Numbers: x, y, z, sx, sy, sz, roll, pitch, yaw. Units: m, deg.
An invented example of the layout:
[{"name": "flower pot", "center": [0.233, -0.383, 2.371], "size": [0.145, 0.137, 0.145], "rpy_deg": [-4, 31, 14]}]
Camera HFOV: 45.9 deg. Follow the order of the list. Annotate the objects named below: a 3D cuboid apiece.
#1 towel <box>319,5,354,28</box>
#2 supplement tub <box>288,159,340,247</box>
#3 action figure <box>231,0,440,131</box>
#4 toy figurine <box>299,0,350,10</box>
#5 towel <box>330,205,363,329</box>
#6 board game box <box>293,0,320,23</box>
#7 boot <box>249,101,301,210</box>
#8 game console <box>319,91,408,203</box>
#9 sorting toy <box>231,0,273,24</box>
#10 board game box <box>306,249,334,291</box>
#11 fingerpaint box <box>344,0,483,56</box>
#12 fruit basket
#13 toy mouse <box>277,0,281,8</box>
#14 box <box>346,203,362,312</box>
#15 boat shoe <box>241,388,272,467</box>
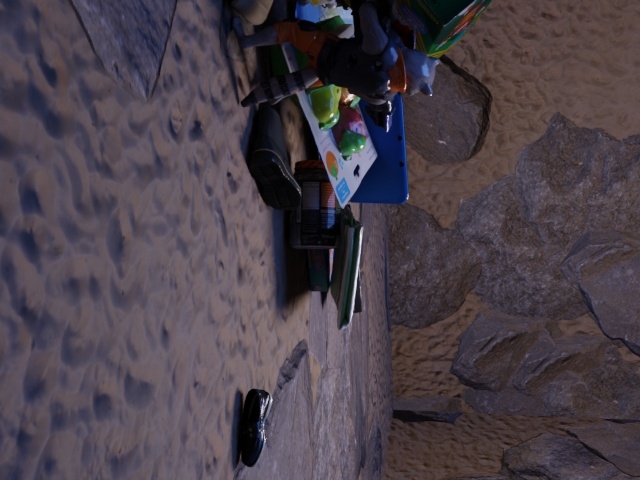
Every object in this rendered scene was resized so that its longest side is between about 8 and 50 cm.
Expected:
[{"name": "towel", "center": [0.103, -0.689, 1.912], "size": [0.374, 0.090, 0.320], "rpy_deg": [-13, 104, -40]}, {"name": "supplement tub", "center": [-0.012, -0.077, 1.667], "size": [0.117, 0.117, 0.190], "rpy_deg": [19, 71, -79]}, {"name": "action figure", "center": [0.043, -0.276, 1.324], "size": [0.341, 0.330, 0.178], "rpy_deg": [70, 28, -50]}, {"name": "toy figurine", "center": [0.036, -0.621, 1.673], "size": [0.209, 0.148, 0.213], "rpy_deg": [-32, 116, -63]}, {"name": "towel", "center": [0.052, 0.053, 1.757], "size": [0.325, 0.038, 0.248], "rpy_deg": [-110, -155, -79]}, {"name": "board game box", "center": [-0.042, -0.505, 1.736], "size": [0.168, 0.033, 0.133], "rpy_deg": [-64, 153, -46]}, {"name": "boot", "center": [-0.079, -0.156, 1.447], "size": [0.198, 0.077, 0.137], "rpy_deg": [73, 15, -61]}, {"name": "game console", "center": [0.096, -0.251, 1.889], "size": [0.250, 0.173, 0.293], "rpy_deg": [-117, -161, -64]}, {"name": "sorting toy", "center": [-0.094, -0.474, 1.283], "size": [0.196, 0.047, 0.348], "rpy_deg": [-63, 176, 8]}, {"name": "board game box", "center": [0.000, 0.000, 1.916], "size": [0.160, 0.047, 0.210], "rpy_deg": [-74, 161, -59]}, {"name": "fingerpaint box", "center": [0.104, -0.543, 1.365], "size": [0.445, 0.163, 0.371], "rpy_deg": [50, -2, 0]}, {"name": "fruit basket", "center": [0.039, -0.289, 1.607], "size": [0.353, 0.165, 0.327], "rpy_deg": [63, 27, -16]}, {"name": "toy mouse", "center": [-0.104, -0.530, 1.406], "size": [0.143, 0.031, 0.161], "rpy_deg": [1, 89, -80]}, {"name": "box", "center": [0.073, 0.048, 2.140], "size": [0.270, 0.060, 0.216], "rpy_deg": [-95, 179, -63]}, {"name": "boat shoe", "center": [-0.119, 0.323, 1.310], "size": [0.042, 0.049, 0.133], "rpy_deg": [29, 65, -46]}]
